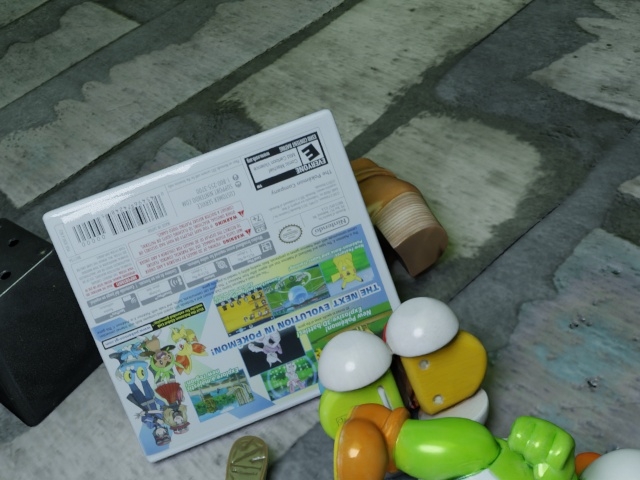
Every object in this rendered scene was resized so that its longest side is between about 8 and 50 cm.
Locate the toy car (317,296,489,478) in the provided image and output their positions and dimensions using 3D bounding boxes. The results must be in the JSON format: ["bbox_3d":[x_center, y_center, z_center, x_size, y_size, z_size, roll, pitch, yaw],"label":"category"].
[{"bbox_3d":[0.076,0.140,0.833,0.182,0.159,0.136,-26,22,-8],"label":"toy car"}]

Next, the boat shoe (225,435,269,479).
[{"bbox_3d":[-0.086,0.278,0.818,0.056,0.048,0.153,6,54,6],"label":"boat shoe"}]

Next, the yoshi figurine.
[{"bbox_3d":[0.188,0.249,0.660,0.363,0.203,0.202,4,66,10],"label":"yoshi figurine"}]

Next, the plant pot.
[{"bbox_3d":[-0.382,0.085,1.010,0.188,0.167,0.188,23,57,35],"label":"plant pot"}]

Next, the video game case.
[{"bbox_3d":[-0.092,0.051,0.886,0.329,0.299,0.036,-21,9,-5],"label":"video game case"}]

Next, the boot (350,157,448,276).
[{"bbox_3d":[0.000,0.000,1.029,0.284,0.109,0.220,-34,37,-2],"label":"boot"}]
